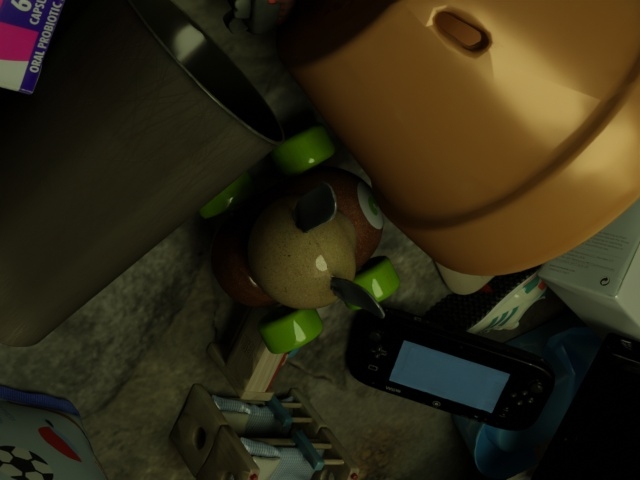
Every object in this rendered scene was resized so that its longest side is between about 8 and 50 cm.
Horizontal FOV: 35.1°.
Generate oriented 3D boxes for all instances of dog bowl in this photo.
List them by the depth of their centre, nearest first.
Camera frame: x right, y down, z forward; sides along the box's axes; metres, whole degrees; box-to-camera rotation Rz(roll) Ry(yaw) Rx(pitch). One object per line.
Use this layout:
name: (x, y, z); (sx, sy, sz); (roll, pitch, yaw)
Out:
dog bowl: (0.284, 0.168, 1.201); (0.297, 0.074, 0.166); (-22, 131, -21)

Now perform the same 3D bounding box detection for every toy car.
toy car: (0.000, 0.000, 0.768); (0.149, 0.188, 0.155); (-29, 100, -14)

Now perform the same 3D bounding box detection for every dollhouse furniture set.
dollhouse furniture set: (-0.029, 0.151, 0.934); (0.129, 0.129, 0.183); (9, 115, -39)

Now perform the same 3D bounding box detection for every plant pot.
plant pot: (0.108, -0.149, 0.729); (0.203, 0.291, 0.291); (36, 98, -28)

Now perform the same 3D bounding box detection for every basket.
basket: (-0.158, -0.047, 0.681); (0.227, 0.204, 0.154); (-42, 101, 9)

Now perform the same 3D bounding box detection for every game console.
game console: (0.202, 0.168, 1.019); (0.361, 0.044, 0.213); (18, 122, 3)

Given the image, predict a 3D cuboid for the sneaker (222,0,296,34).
sneaker: (0.003, -0.267, 0.676); (0.135, 0.097, 0.276); (-2, 121, -31)

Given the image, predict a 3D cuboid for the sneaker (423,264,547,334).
sneaker: (0.179, 0.081, 1.076); (0.161, 0.057, 0.075); (-37, 129, -11)

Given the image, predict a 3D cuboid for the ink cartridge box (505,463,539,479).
ink cartridge box: (0.224, 0.382, 1.185); (0.309, 0.130, 0.271); (-28, 102, 9)

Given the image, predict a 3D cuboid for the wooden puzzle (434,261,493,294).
wooden puzzle: (0.199, -0.074, 0.989); (0.239, 0.044, 0.221); (-37, 135, -7)

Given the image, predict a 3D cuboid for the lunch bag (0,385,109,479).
lunch bag: (-0.302, 0.230, 0.664); (0.385, 0.328, 0.239); (22, 102, -41)

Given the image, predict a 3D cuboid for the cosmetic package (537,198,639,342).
cosmetic package: (0.403, 0.004, 1.085); (0.377, 0.097, 0.284); (39, 76, -43)

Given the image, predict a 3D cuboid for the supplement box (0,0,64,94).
supplement box: (-0.258, -0.174, 0.557); (0.220, 0.114, 0.111); (10, 115, -37)
